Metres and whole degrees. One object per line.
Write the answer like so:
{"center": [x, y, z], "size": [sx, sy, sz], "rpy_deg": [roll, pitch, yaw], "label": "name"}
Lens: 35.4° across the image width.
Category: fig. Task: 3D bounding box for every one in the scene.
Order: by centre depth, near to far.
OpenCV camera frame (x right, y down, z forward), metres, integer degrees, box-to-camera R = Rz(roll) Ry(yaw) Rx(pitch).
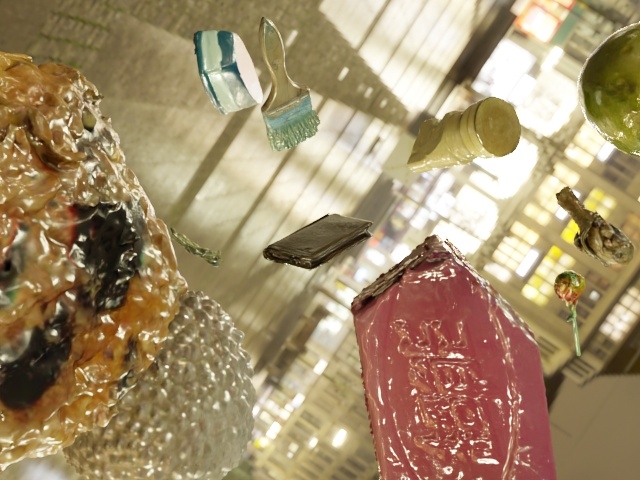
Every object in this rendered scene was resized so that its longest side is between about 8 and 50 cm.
{"center": [0.416, -0.195, 1.298], "size": [0.181, 0.181, 0.191], "rpy_deg": [-56, -161, -9], "label": "fig"}

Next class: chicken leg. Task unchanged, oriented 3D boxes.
{"center": [0.528, -0.022, 1.959], "size": [0.080, 0.196, 0.125], "rpy_deg": [-47, 170, 17], "label": "chicken leg"}

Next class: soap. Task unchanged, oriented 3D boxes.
{"center": [0.112, 0.122, 0.882], "size": [0.099, 0.162, 0.249], "rpy_deg": [-59, 139, -76], "label": "soap"}

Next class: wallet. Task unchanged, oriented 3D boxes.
{"center": [0.000, 0.000, 1.769], "size": [0.198, 0.110, 0.031], "rpy_deg": [-29, 125, -48], "label": "wallet"}

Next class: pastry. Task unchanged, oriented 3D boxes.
{"center": [-0.294, 0.022, 0.893], "size": [0.337, 0.293, 0.404], "rpy_deg": [12, 78, -50], "label": "pastry"}

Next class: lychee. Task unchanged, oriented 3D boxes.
{"center": [-0.307, 0.297, 1.893], "size": [0.380, 0.381, 0.431], "rpy_deg": [-5, 104, -86], "label": "lychee"}

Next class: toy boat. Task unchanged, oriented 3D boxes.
{"center": [-0.136, -0.250, 1.543], "size": [0.299, 0.062, 0.096], "rpy_deg": [50, 31, -83], "label": "toy boat"}

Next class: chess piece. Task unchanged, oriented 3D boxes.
{"center": [0.205, -0.155, 1.523], "size": [0.090, 0.090, 0.200], "rpy_deg": [-55, -159, -24], "label": "chess piece"}

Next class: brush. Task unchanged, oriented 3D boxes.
{"center": [-0.044, -0.179, 1.145], "size": [0.070, 0.021, 0.196], "rpy_deg": [-28, 144, -10], "label": "brush"}

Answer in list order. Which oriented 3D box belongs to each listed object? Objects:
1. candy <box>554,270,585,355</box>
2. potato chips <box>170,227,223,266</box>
{"center": [0.500, 0.147, 1.980], "size": [0.060, 0.061, 0.200], "rpy_deg": [-52, 136, -50], "label": "candy"}
{"center": [-0.207, 0.016, 1.721], "size": [0.028, 0.092, 0.207], "rpy_deg": [-61, -156, -4], "label": "potato chips"}
